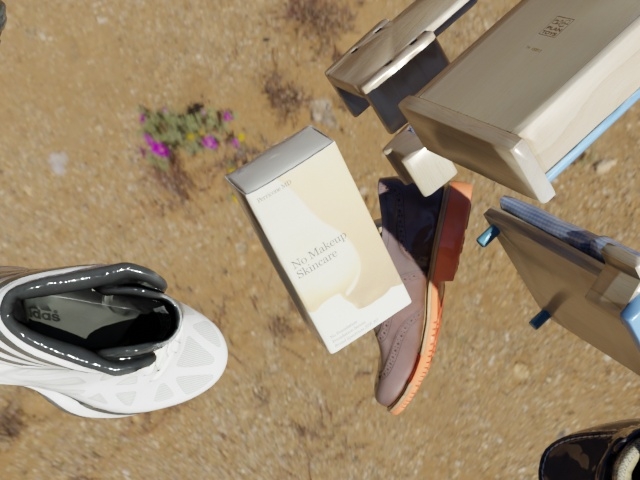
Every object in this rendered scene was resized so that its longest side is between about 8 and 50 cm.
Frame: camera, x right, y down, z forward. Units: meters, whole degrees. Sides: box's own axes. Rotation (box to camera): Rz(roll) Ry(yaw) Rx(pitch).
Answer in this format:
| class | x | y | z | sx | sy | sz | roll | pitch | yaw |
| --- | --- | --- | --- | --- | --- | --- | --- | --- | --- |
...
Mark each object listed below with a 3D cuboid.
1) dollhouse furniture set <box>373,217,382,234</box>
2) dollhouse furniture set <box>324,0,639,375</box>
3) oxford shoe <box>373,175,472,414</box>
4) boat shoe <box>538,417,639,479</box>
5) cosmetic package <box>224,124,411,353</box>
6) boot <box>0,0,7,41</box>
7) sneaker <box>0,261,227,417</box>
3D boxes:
| class | x | y | z | sx | sy | sz | roll | pitch | yaw |
| --- | --- | --- | --- | --- | --- | --- | --- | --- | --- |
| dollhouse furniture set | 0.060 | -0.003 | 1.145 | 0.114 | 0.091 | 0.081 | -18 | 42 | 12 |
| dollhouse furniture set | 0.211 | -0.051 | 0.783 | 0.198 | 0.303 | 0.286 | -41 | 32 | -7 |
| oxford shoe | 0.077 | 0.054 | 1.020 | 0.098 | 0.271 | 0.097 | 13 | 28 | 4 |
| boat shoe | 0.264 | 0.184 | 0.796 | 0.092 | 0.285 | 0.102 | 19 | 78 | -28 |
| cosmetic package | 0.000 | 0.000 | 0.581 | 0.060 | 0.115 | 0.041 | -33 | 29 | -9 |
| boot | -0.293 | -0.178 | 0.376 | 0.131 | 0.348 | 0.260 | 2 | 32 | 39 |
| sneaker | -0.210 | 0.124 | 1.145 | 0.257 | 0.447 | 0.169 | 0 | 79 | 38 |
